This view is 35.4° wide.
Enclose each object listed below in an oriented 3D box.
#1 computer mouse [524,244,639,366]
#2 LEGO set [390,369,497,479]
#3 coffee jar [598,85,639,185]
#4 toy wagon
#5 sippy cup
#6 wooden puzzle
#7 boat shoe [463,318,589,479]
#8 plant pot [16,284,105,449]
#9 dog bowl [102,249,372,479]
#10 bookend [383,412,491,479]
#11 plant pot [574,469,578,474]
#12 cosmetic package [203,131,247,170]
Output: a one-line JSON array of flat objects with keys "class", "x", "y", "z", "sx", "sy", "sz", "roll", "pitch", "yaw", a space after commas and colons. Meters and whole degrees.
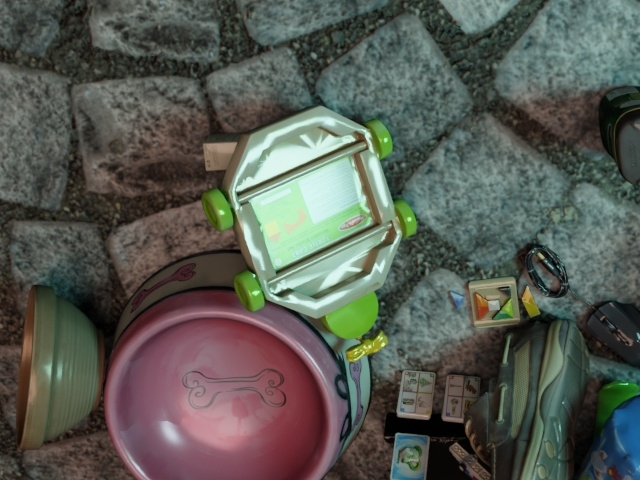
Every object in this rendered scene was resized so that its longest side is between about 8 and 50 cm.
[{"class": "computer mouse", "x": 0.381, "y": 0.094, "z": 1.411, "sx": 0.242, "sy": 0.041, "sz": 0.071, "roll": 38, "pitch": 110, "yaw": -5}, {"class": "LEGO set", "x": 0.193, "y": 0.302, "z": 1.418, "sx": 0.182, "sy": 0.244, "sz": 0.060, "roll": 3, "pitch": 138, "yaw": 10}, {"class": "coffee jar", "x": 0.400, "y": -0.131, "z": 1.255, "sx": 0.079, "sy": 0.184, "sz": 0.096, "roll": -8, "pitch": 108, "yaw": 11}, {"class": "toy wagon", "x": 0.000, "y": 0.000, "z": 1.357, "sx": 0.267, "sy": 0.068, "sz": 0.345, "roll": -25, "pitch": 107, "yaw": -20}, {"class": "sippy cup", "x": 0.439, "y": 0.328, "z": 1.320, "sx": 0.305, "sy": 0.240, "sz": 0.224, "roll": 38, "pitch": 139, "yaw": 36}, {"class": "wooden puzzle", "x": 0.251, "y": 0.090, "z": 1.441, "sx": 0.116, "sy": 0.014, "sz": 0.079, "roll": -14, "pitch": 106, "yaw": 13}, {"class": "boat shoe", "x": 0.268, "y": 0.262, "z": 1.351, "sx": 0.130, "sy": 0.355, "sz": 0.132, "roll": -3, "pitch": 134, "yaw": 33}, {"class": "plant pot", "x": -0.377, "y": 0.185, "z": 1.465, "sx": 0.109, "sy": 0.237, "sz": 0.237, "roll": 5, "pitch": 111, "yaw": -19}, {"class": "dog bowl", "x": -0.132, "y": 0.227, "z": 1.470, "sx": 0.407, "sy": 0.150, "sz": 0.408, "roll": 2, "pitch": 108, "yaw": 7}, {"class": "bookend", "x": 0.177, "y": 0.346, "z": 1.506, "sx": 0.156, "sy": 0.072, "sz": 0.157, "roll": -1, "pitch": 108, "yaw": 8}, {"class": "plant pot", "x": 0.347, "y": 0.494, "z": 1.480, "sx": 0.215, "sy": 0.215, "sz": 0.231, "roll": 8, "pitch": 124, "yaw": 5}, {"class": "cosmetic package", "x": -0.100, "y": -0.125, "z": 1.394, "sx": 0.115, "sy": 0.060, "sz": 0.041, "roll": -1, "pitch": 109, "yaw": 10}]
